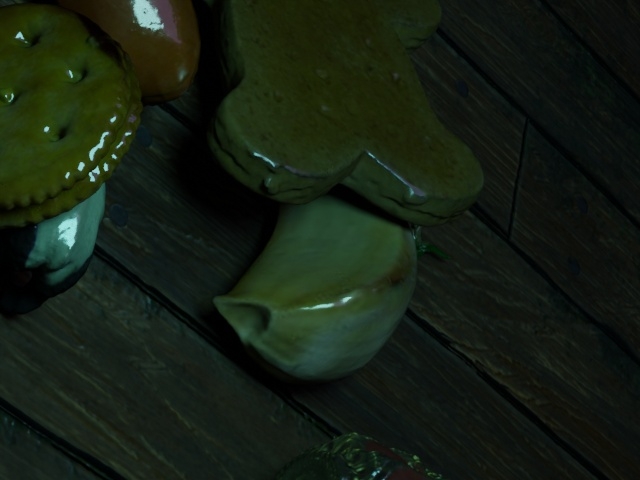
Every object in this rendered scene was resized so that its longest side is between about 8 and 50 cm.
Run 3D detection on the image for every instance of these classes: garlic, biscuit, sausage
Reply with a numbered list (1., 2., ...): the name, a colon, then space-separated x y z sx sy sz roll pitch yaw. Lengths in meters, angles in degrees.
1. garlic: 0.013 0.000 1.988 0.196 0.151 0.338 38 43 -21
2. biscuit: -0.259 -0.110 1.655 0.066 0.220 0.220 74 18 -58
3. biscuit: 0.000 -0.183 2.030 0.368 0.076 0.394 9 48 -38
4. sausage: -0.199 -0.247 1.850 0.133 0.133 0.258 -28 93 -52

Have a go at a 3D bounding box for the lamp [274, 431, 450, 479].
1. lamp: 0.068 0.295 1.885 0.274 0.177 0.177 35 49 -36

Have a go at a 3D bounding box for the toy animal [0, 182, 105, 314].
1. toy animal: -0.239 -0.055 1.714 0.094 0.121 0.225 37 48 -37

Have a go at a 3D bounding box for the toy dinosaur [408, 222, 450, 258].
1. toy dinosaur: 0.101 0.005 2.184 0.120 0.029 0.060 34 64 -43
